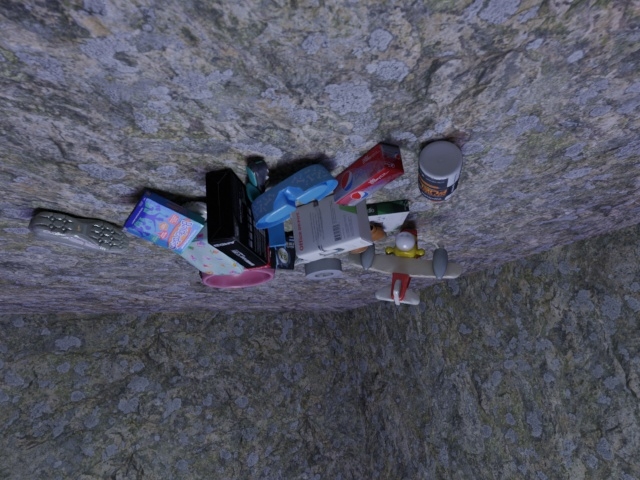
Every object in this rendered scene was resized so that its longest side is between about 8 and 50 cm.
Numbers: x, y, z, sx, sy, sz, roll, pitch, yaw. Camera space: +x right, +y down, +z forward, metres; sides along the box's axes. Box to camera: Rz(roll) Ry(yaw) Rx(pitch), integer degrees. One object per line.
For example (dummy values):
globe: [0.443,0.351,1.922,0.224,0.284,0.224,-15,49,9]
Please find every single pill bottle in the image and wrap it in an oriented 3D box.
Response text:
pill bottle: [0.382,-0.207,1.341,0.130,0.131,0.246,-11,162,10]

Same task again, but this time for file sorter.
file sorter: [-0.229,-0.018,1.702,0.170,0.118,0.104,-7,166,-2]

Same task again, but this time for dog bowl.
dog bowl: [-0.091,-0.141,1.316,0.297,0.074,0.166,-31,170,11]
dog bowl: [-0.397,0.120,1.998,0.407,0.151,0.408,-7,163,-2]

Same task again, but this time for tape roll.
tape roll: [0.017,0.170,2.436,0.218,0.073,0.219,-6,163,-2]

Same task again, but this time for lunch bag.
lunch bag: [-0.433,0.039,1.684,0.223,0.108,0.279,-8,145,22]

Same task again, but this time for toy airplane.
toy airplane: [0.363,0.091,1.839,0.385,0.384,0.273,-22,131,-17]

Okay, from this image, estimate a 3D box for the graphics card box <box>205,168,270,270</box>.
graphics card box: [-0.266,-0.052,1.393,0.094,0.233,0.371,-8,163,7]

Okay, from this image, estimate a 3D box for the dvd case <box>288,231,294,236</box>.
dvd case: [0.000,0.000,1.897,0.180,0.022,0.253,7,173,36]

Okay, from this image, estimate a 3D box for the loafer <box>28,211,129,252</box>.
loafer: [-0.846,-0.022,1.470,0.111,0.112,0.319,-15,153,37]

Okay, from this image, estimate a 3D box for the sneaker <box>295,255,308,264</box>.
sneaker: [-0.106,0.089,2.123,0.231,0.091,0.115,-6,165,-2]

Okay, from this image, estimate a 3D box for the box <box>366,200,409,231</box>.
box: [0.194,-0.086,1.757,0.321,0.059,0.232,-8,162,-3]

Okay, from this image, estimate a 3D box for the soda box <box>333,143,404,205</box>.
soda box: [0.144,-0.201,1.323,0.083,0.092,0.263,6,158,-32]

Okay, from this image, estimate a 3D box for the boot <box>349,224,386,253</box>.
boot: [0.174,-0.013,1.771,0.197,0.073,0.152,-28,157,21]

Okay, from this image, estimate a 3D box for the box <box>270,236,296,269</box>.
box: [-0.203,0.051,1.842,0.180,0.148,0.077,7,179,-37]

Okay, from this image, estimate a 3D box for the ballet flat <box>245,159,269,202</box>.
ballet flat: [-0.190,-0.184,1.291,0.074,0.074,0.203,-4,157,-10]

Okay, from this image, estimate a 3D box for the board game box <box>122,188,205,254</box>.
board game box: [-0.519,-0.056,1.382,0.210,0.047,0.160,28,120,-30]

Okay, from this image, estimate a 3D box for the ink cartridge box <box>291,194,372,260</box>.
ink cartridge box: [0.039,-0.053,1.562,0.272,0.199,0.114,-17,161,28]

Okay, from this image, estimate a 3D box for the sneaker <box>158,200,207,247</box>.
sneaker: [-0.486,-0.054,1.488,0.291,0.119,0.110,-20,156,31]
